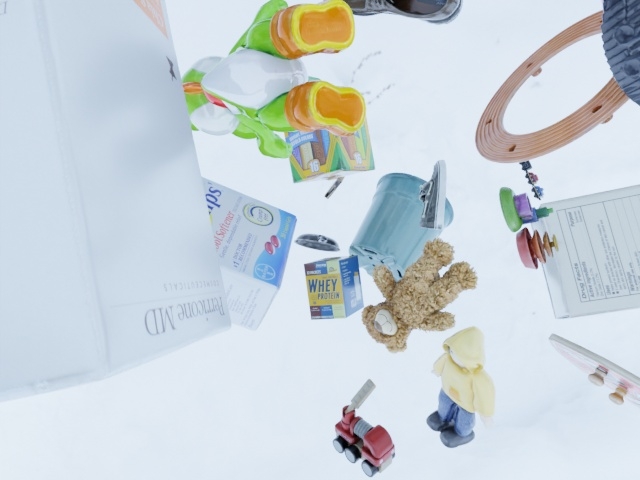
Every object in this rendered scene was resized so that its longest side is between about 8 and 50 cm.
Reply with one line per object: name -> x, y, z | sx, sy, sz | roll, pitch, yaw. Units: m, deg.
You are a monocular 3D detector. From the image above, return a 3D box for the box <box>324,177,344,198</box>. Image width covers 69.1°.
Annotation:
box -> 0.087, -0.246, 1.547 | 0.021, 0.164, 0.201 | 33, 70, -5

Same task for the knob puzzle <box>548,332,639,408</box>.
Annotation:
knob puzzle -> 0.383, 0.190, 0.611 | 0.213, 0.213, 0.030 | 34, 88, 15

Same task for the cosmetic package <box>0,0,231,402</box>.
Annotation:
cosmetic package -> -0.228, -0.116, 0.398 | 0.162, 0.230, 0.452 | -13, 86, 7

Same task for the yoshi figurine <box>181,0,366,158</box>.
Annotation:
yoshi figurine -> -0.080, -0.226, 0.698 | 0.362, 0.203, 0.203 | 7, 62, 47

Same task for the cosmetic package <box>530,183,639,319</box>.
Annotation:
cosmetic package -> 0.465, 0.004, 0.617 | 0.310, 0.113, 0.160 | -11, 76, 16

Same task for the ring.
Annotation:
ring -> 0.412, -0.260, 0.791 | 0.032, 0.337, 0.336 | 36, 69, -20

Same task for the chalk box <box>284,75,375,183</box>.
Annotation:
chalk box -> 0.015, -0.320, 1.297 | 0.179, 0.180, 0.288 | -8, 94, 38

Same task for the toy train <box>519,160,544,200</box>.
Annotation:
toy train -> 0.718, -0.209, 1.574 | 0.027, 0.036, 0.158 | 0, 66, -41

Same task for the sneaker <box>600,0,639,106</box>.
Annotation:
sneaker -> 0.415, -0.328, 0.585 | 0.131, 0.112, 0.318 | -25, 97, -33

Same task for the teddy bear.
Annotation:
teddy bear -> 0.249, 0.150, 1.220 | 0.338, 0.113, 0.245 | -28, 94, 14

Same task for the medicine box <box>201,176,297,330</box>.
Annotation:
medicine box -> -0.225, 0.016, 1.028 | 0.289, 0.149, 0.263 | 23, 36, -9

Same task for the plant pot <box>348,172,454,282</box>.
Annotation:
plant pot -> 0.298, -0.028, 1.830 | 0.341, 0.341, 0.334 | 28, 68, 12

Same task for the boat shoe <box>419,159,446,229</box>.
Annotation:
boat shoe -> 0.299, -0.128, 1.240 | 0.070, 0.077, 0.219 | 4, 59, 14

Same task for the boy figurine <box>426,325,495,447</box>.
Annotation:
boy figurine -> 0.294, 0.304, 0.962 | 0.092, 0.285, 0.177 | -16, 36, -20

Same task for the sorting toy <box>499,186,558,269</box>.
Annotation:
sorting toy -> 0.231, -0.019, 0.506 | 0.042, 0.102, 0.061 | -17, 22, 32

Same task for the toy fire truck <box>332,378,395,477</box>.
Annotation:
toy fire truck -> 0.159, 0.634, 1.602 | 0.159, 0.246, 0.217 | -22, 28, -37

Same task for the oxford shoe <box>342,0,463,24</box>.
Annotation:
oxford shoe -> 0.094, -0.378, 0.692 | 0.227, 0.082, 0.096 | 15, 23, 18

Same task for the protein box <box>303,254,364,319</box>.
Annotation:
protein box -> 0.053, 0.165, 1.683 | 0.136, 0.200, 0.201 | -7, 91, 25

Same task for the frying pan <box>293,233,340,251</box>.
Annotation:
frying pan -> -0.028, -0.003, 1.860 | 0.197, 0.326, 0.053 | 8, 78, 17
